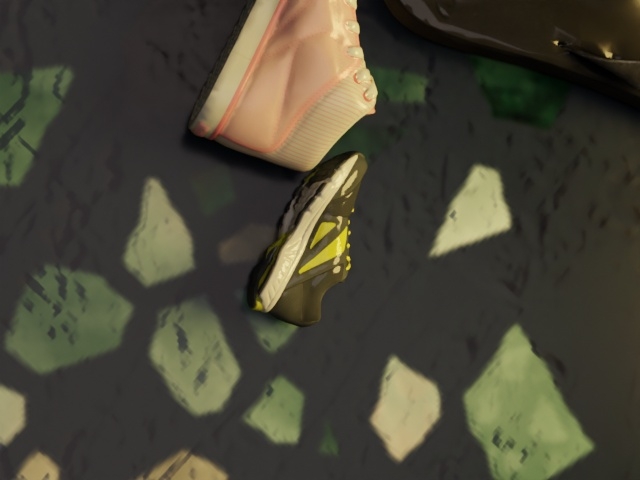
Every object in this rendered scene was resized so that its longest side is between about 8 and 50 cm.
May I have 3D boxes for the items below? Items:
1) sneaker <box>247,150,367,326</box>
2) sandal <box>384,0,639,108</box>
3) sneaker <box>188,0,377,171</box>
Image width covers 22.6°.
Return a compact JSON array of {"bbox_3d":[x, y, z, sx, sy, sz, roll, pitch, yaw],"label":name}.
[{"bbox_3d":[0.000,0.000,0.700,0.035,0.031,0.083,33,84,-20],"label":"sneaker"},{"bbox_3d":[0.153,-0.103,0.720,0.255,0.054,0.097,7,84,-9],"label":"sandal"},{"bbox_3d":[0.002,-0.092,0.696,0.070,0.051,0.134,27,84,-9],"label":"sneaker"}]
